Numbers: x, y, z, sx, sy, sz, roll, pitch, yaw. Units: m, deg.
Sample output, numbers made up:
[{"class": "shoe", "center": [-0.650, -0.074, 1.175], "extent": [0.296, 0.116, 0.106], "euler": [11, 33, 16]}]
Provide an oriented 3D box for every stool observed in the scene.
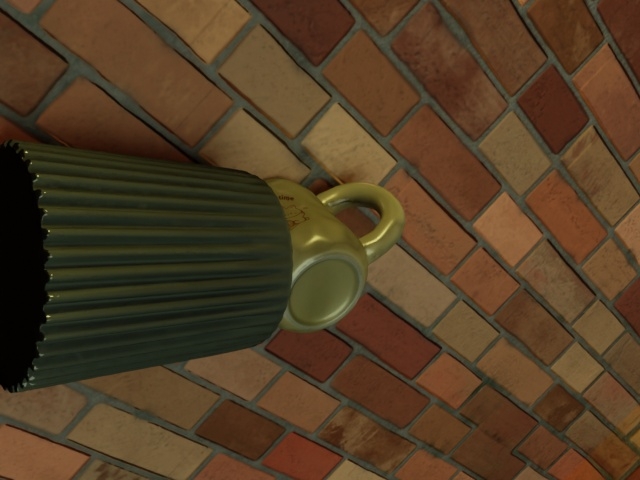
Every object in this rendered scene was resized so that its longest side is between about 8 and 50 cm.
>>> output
[{"class": "stool", "center": [-0.235, 0.028, 1.086], "extent": [0.330, 0.297, 0.297], "euler": [-1, 121, -35]}]

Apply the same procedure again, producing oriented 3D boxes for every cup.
[{"class": "cup", "center": [-0.005, 0.017, 1.274], "extent": [0.255, 0.202, 0.173], "euler": [-8, 124, -28]}]
